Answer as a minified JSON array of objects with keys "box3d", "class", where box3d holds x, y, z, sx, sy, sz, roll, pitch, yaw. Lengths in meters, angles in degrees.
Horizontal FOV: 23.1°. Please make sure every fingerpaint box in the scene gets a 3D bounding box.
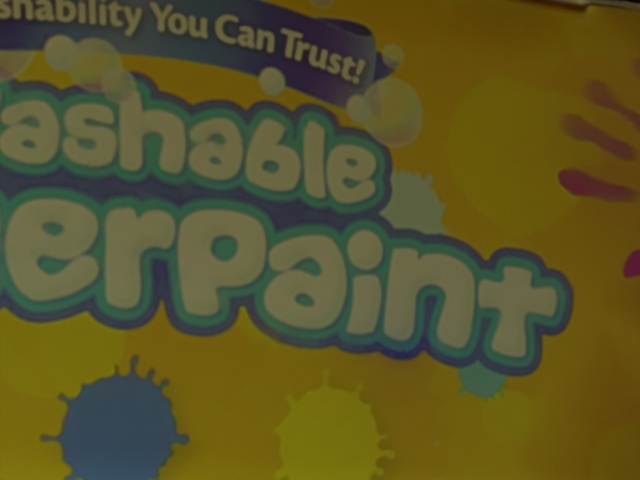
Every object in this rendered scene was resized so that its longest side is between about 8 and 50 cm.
[{"box3d":[-0.181,0.006,0.491,0.445,0.163,0.371,6,173,-25],"class":"fingerpaint box"}]
